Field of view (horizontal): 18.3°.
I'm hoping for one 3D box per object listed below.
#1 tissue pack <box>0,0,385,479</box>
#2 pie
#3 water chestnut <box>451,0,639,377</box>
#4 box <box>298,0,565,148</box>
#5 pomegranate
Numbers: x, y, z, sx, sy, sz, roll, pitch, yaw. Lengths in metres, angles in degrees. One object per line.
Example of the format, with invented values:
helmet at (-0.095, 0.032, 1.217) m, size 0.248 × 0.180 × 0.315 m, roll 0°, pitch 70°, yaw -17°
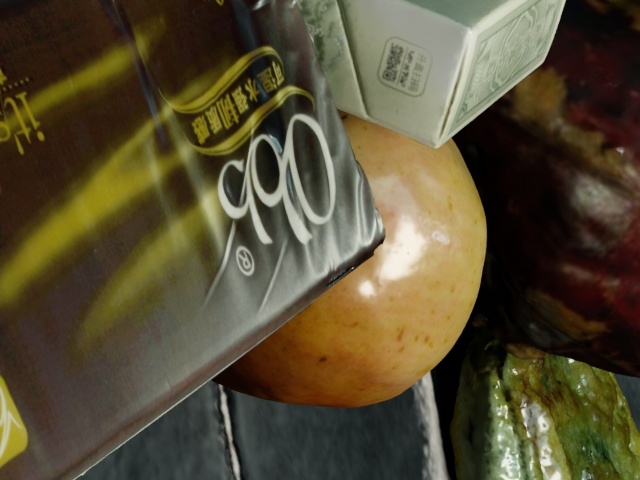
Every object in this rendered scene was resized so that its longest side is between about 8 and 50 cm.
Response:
tissue pack at (-0.151, -0.004, 0.808) m, size 0.370 × 0.210 × 0.198 m, roll -34°, pitch 100°, yaw -58°
pie at (0.179, 0.156, 1.428) m, size 0.277 × 0.078 × 0.277 m, roll 28°, pitch 57°, yaw -54°
water chestnut at (0.194, -0.097, 1.275) m, size 0.335 × 0.347 × 0.335 m, roll 31°, pitch 22°, yaw -14°
box at (-0.014, -0.146, 1.049) m, size 0.164 × 0.256 × 0.069 m, roll -40°, pitch 149°, yaw -57°
pomegranate at (-0.002, -0.003, 1.068) m, size 0.191 × 0.191 × 0.191 m, roll 30°, pitch 53°, yaw -52°
